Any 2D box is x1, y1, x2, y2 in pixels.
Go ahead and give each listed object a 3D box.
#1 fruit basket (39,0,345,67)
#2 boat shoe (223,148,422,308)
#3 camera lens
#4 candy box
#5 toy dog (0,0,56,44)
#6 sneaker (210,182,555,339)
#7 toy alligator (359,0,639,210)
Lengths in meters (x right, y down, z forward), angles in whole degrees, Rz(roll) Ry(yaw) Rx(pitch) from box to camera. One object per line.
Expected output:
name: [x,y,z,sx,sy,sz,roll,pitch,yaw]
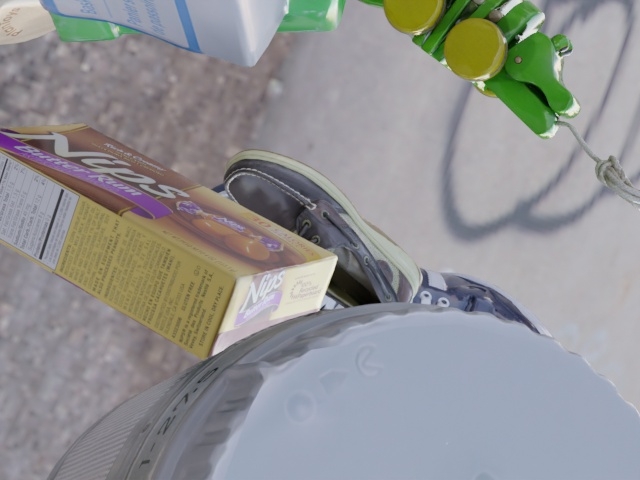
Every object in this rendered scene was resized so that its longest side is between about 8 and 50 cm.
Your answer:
fruit basket: [-0.148,-0.171,0.622,0.327,0.353,0.165,87,11,-79]
boat shoe: [0.000,0.000,1.172,0.056,0.152,0.049,-44,-164,41]
camera lens: [0.000,0.147,0.753,0.219,0.219,0.274,-60,-169,-21]
candy box: [-0.098,-0.004,0.991,0.109,0.186,0.053,-10,125,-60]
toy dog: [-0.305,-0.171,1.091,0.333,0.220,0.161,10,143,-37]
sneaker: [0.031,0.041,1.309,0.099,0.282,0.153,-63,162,2]
toy alligator: [0.090,-0.089,0.854,0.051,0.189,0.056,-53,162,7]
